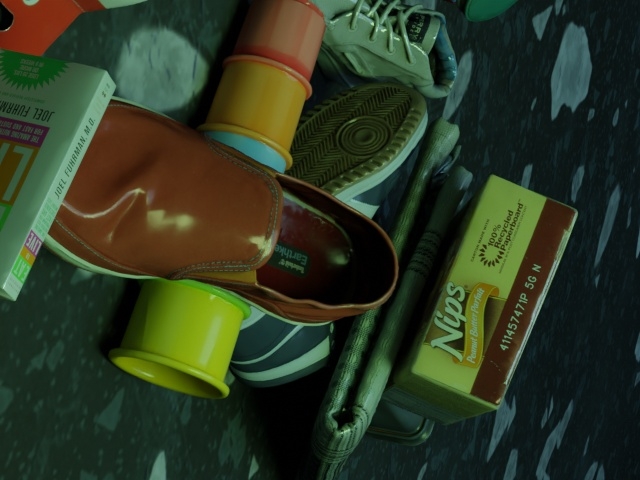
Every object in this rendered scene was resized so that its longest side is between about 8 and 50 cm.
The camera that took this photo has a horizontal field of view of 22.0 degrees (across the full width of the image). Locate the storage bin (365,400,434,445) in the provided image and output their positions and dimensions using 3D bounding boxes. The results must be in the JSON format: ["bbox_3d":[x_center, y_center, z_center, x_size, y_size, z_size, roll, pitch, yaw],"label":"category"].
[{"bbox_3d":[0.085,0.135,1.729,0.091,0.098,0.135,50,56,-51],"label":"storage bin"}]

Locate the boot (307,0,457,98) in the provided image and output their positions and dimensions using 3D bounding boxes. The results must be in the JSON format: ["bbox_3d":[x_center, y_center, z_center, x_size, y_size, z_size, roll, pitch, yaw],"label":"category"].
[{"bbox_3d":[0.043,-0.197,1.390,0.258,0.123,0.095,42,63,-65],"label":"boot"}]

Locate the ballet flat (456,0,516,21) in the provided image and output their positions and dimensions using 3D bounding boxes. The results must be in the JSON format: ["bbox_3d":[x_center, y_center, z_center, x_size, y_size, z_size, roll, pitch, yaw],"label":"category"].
[{"bbox_3d":[0.169,-0.272,1.500,0.221,0.076,0.079,126,-54,-75],"label":"ballet flat"}]

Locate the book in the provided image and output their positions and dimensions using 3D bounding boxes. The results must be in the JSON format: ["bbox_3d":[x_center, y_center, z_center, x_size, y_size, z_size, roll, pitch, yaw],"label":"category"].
[{"bbox_3d":[-0.189,-0.041,0.953,0.035,0.096,0.144,60,47,-59],"label":"book"}]

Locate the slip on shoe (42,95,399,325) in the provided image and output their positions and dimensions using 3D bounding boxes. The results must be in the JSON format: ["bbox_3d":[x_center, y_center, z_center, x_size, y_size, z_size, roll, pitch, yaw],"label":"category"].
[{"bbox_3d":[-0.074,-0.019,1.125,0.331,0.101,0.123,24,71,-40],"label":"slip on shoe"}]

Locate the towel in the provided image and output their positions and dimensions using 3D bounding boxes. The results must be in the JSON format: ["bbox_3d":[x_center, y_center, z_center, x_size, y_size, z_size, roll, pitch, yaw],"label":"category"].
[{"bbox_3d":[0.059,0.079,1.540,0.312,0.056,0.324,104,6,-67],"label":"towel"}]

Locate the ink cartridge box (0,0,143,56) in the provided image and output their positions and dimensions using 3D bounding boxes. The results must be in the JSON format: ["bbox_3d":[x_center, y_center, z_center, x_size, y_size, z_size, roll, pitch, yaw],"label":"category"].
[{"bbox_3d":[-0.138,-0.178,0.974,0.179,0.045,0.145,-48,154,-3],"label":"ink cartridge box"}]

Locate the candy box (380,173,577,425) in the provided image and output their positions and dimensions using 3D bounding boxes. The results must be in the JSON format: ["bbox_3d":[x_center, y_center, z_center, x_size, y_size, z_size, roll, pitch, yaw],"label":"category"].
[{"bbox_3d":[0.133,0.064,1.497,0.316,0.087,0.183,109,5,-80],"label":"candy box"}]

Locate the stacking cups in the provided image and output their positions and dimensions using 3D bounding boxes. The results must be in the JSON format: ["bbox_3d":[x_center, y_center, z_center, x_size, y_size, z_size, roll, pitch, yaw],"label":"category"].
[{"bbox_3d":[-0.063,-0.040,1.257,0.096,0.096,0.316,52,54,-62],"label":"stacking cups"}]

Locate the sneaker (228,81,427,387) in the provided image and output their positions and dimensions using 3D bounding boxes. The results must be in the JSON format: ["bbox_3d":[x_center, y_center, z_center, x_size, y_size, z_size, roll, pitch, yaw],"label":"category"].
[{"bbox_3d":[0.000,0.000,1.397,0.282,0.099,0.153,-49,144,-24],"label":"sneaker"}]

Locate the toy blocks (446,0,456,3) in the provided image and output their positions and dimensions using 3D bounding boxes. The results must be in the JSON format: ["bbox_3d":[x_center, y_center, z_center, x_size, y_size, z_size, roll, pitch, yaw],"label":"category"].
[{"bbox_3d":[0.247,-0.372,1.680,0.381,0.190,0.261,-45,173,-48],"label":"toy blocks"}]
